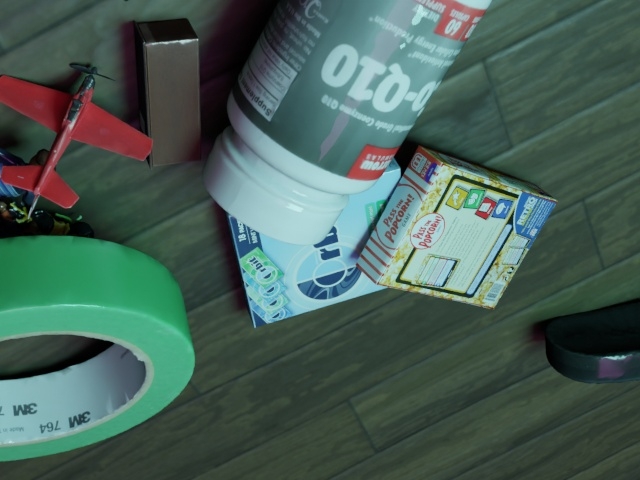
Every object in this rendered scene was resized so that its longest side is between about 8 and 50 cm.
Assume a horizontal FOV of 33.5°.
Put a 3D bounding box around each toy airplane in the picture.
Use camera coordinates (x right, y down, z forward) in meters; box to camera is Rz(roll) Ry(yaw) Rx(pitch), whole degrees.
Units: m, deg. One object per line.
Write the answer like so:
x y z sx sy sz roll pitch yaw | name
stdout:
-0.230 -0.090 0.940 0.151 0.151 0.028 -7 169 -15 | toy airplane

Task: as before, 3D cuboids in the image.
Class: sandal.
0.493 0.080 1.305 0.445 0.167 0.107 -9 110 -14 | sandal

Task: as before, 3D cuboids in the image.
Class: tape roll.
-0.285 0.114 1.025 0.321 0.077 0.321 -12 149 -7 | tape roll

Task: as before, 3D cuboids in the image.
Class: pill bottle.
0.016 -0.144 0.957 0.161 0.161 0.283 17 118 -29 | pill bottle

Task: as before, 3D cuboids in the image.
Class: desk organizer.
-0.140 -0.135 0.983 0.050 0.047 0.130 -9 127 -17 | desk organizer

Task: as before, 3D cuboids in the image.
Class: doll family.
-0.273 -0.012 1.000 0.111 0.076 0.193 -13 143 15 | doll family

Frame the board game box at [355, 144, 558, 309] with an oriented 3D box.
0.149 -0.009 1.146 0.193 0.045 0.147 14 111 -41 | board game box

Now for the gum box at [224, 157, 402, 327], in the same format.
0.000 0.000 1.136 0.184 0.041 0.157 -15 129 -8 | gum box
